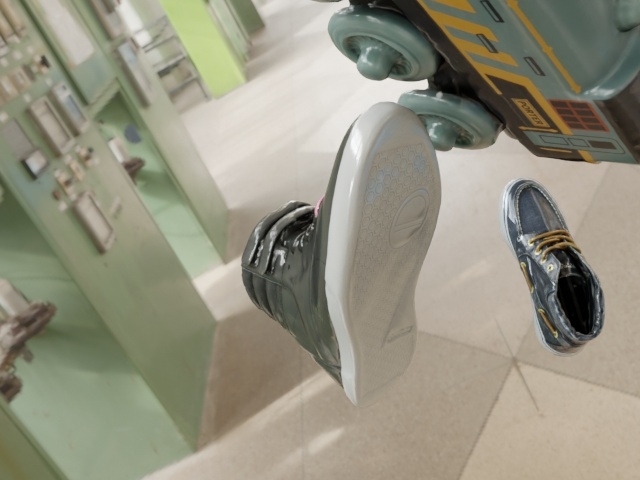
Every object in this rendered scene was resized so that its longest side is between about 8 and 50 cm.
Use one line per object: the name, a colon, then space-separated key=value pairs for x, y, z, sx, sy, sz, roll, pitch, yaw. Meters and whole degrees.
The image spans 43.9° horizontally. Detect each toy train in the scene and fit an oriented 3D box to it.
toy train: x=0.098 y=-0.157 z=0.478 sx=0.190 sy=0.334 sz=0.142 roll=13 pitch=74 yaw=44

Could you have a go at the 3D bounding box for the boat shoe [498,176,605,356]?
boat shoe: x=0.223 y=0.014 z=0.752 sx=0.065 sy=0.184 sz=0.083 roll=-12 pitch=-17 yaw=-4

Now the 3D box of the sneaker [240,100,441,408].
sneaker: x=0.000 y=0.000 z=0.588 sx=0.147 sy=0.296 sz=0.104 roll=37 pitch=60 yaw=28
